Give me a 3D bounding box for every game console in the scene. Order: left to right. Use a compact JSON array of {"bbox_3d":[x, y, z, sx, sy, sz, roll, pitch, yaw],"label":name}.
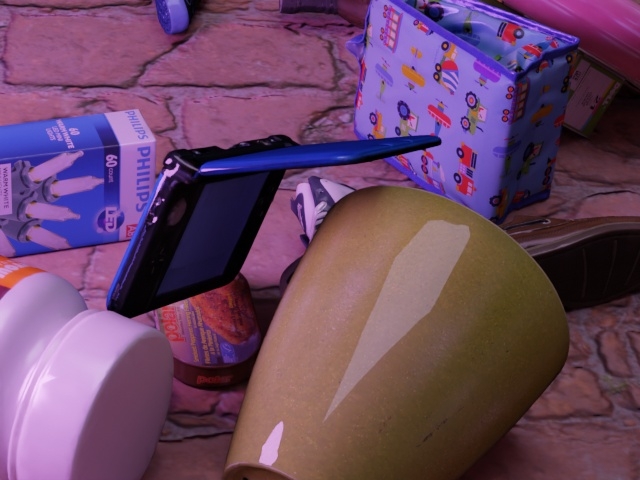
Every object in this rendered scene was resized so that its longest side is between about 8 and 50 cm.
[{"bbox_3d":[-0.039,-0.018,1.625,0.173,0.250,0.293,29,15,15],"label":"game console"}]

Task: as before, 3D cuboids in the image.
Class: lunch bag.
[{"bbox_3d":[0.143,-0.181,2.022,0.293,0.221,0.138,30,41,30],"label":"lunch bag"}]

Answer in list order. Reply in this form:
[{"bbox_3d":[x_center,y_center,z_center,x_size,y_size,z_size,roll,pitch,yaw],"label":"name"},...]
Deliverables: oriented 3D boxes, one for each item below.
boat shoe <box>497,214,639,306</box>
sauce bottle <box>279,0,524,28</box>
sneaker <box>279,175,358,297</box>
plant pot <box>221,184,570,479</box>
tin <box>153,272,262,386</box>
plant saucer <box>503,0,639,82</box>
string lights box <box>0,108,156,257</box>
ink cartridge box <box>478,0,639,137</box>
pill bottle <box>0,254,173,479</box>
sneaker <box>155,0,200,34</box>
[{"bbox_3d":[0.243,0.013,1.853,0.307,0.111,0.104,-11,39,-22],"label":"boat shoe"},{"bbox_3d":[0.114,-0.350,2.359,0.344,0.111,0.111,4,35,-4],"label":"sauce bottle"},{"bbox_3d":[0.000,0.000,1.854,0.153,0.094,0.235,28,40,31],"label":"sneaker"},{"bbox_3d":[0.044,0.145,1.534,0.275,0.275,0.293,22,51,22],"label":"plant pot"},{"bbox_3d":[-0.123,0.087,1.761,0.106,0.040,0.190,1,34,-13],"label":"tin"},{"bbox_3d":[0.334,-0.300,2.163,0.332,0.084,0.332,30,11,-7],"label":"plant saucer"},{"bbox_3d":[-0.318,-0.059,1.856,0.259,0.133,0.077,-9,37,-20],"label":"string lights box"},{"bbox_3d":[0.320,-0.215,2.225,0.255,0.097,0.189,20,15,-49],"label":"ink cartridge box"},{"bbox_3d":[-0.350,0.111,1.526,0.392,0.224,0.224,17,36,16],"label":"pill bottle"},{"bbox_3d":[-0.194,-0.366,2.361,0.090,0.081,0.232,-9,36,-9],"label":"sneaker"}]
